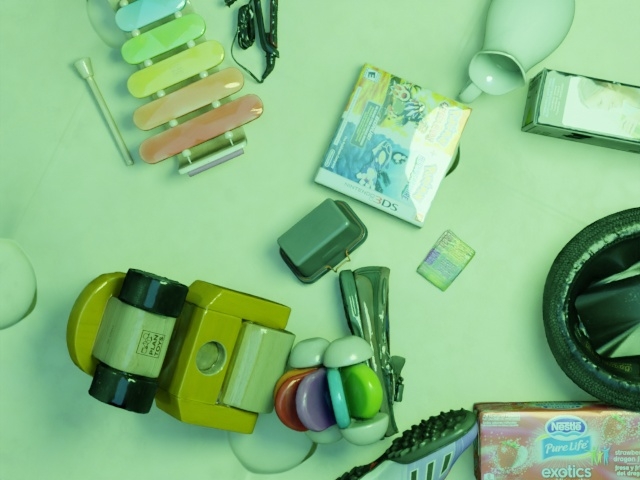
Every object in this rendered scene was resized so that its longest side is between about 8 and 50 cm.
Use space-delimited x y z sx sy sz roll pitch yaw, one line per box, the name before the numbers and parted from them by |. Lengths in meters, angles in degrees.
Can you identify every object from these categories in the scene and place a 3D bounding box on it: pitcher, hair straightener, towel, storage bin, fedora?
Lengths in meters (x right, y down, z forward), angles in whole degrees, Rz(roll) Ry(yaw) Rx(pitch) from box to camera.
pitcher | 0.291 -0.307 1.906 0.125 0.177 0.207 37 63 -11
hair straightener | -0.108 -0.362 1.969 0.089 0.047 0.231 -1 94 2
towel | 0.197 0.031 1.964 0.060 0.009 0.083 37 91 1
storage bin | 0.000 0.000 1.922 0.135 0.091 0.098 -39 75 3
fedora | 0.493 0.100 1.880 0.333 0.152 0.334 0 89 2

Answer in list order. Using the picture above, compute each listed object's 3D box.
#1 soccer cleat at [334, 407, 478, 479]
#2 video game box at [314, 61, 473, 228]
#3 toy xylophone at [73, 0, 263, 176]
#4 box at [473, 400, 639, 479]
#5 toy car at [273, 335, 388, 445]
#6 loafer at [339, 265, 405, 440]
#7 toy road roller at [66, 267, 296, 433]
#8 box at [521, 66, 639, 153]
soccer cleat | 0.127 0.367 1.891 0.318 0.108 0.116 -38 94 21
video game box | 0.114 -0.147 1.952 0.187 0.048 0.205 23 90 0
toy xylophone | -0.244 -0.243 1.948 0.236 0.081 0.323 -31 88 2
box | 0.362 0.308 1.895 0.256 0.128 0.123 -1 89 3
toy car | 0.005 0.230 1.846 0.182 0.136 0.159 -7 97 47
loafer | 0.095 0.169 1.927 0.084 0.096 0.268 -13 87 -4
toy road roller | -0.228 0.150 1.911 0.329 0.240 0.203 18 90 -35
box | 0.456 -0.183 1.880 0.289 0.169 0.087 11 92 1
